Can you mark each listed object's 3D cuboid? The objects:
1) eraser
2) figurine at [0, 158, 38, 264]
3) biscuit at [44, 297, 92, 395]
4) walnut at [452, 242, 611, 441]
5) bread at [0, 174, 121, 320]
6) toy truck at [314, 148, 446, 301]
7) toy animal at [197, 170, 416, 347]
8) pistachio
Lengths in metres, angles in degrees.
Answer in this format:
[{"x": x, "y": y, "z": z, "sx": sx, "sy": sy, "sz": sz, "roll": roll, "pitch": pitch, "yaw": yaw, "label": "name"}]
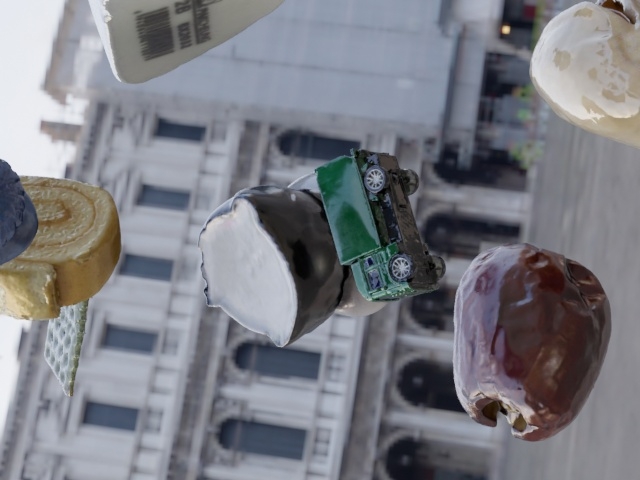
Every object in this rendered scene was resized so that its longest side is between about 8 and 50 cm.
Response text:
[{"x": -0.240, "y": -0.384, "z": 1.958, "sx": 0.331, "sy": 0.331, "sz": 0.150, "roll": 72, "pitch": 178, "yaw": -72, "label": "eraser"}, {"x": -0.256, "y": -0.032, "z": 0.885, "sx": 0.086, "sy": 0.149, "sz": 0.087, "roll": -36, "pitch": -45, "yaw": -42, "label": "figurine"}, {"x": -0.286, "y": 0.064, "z": 1.518, "sx": 0.144, "sy": 0.016, "sz": 0.203, "roll": -141, "pitch": 60, "yaw": -61, "label": "biscuit"}, {"x": 0.282, "y": 0.147, "z": 1.808, "sx": 0.244, "sy": 0.221, "sz": 0.269, "roll": 63, "pitch": -139, "yaw": -55, "label": "walnut"}, {"x": -0.248, "y": 0.008, "z": 1.141, "sx": 0.073, "sy": 0.149, "sz": 0.122, "roll": 93, "pitch": -176, "yaw": -52, "label": "bread"}, {"x": 0.057, "y": -0.013, "z": 1.252, "sx": 0.065, "sy": 0.079, "sz": 0.147, "roll": 2, "pitch": -114, "yaw": -54, "label": "toy truck"}, {"x": -0.003, "y": 0.008, "z": 1.485, "sx": 0.235, "sy": 0.187, "sz": 0.165, "roll": -17, "pitch": -55, "yaw": -44, "label": "toy animal"}, {"x": 0.388, "y": -0.217, "z": 1.723, "sx": 0.318, "sy": 0.193, "sz": 0.214, "roll": -154, "pitch": 43, "yaw": -75, "label": "pistachio"}]
